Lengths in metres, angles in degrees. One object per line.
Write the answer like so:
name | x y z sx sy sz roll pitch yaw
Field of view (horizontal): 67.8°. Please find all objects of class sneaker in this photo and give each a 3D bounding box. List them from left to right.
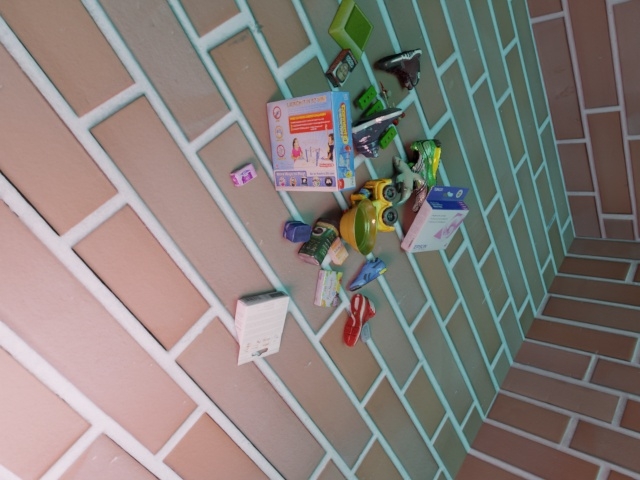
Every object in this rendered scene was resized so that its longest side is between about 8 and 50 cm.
sneaker | 0.179 0.344 2.003 0.128 0.087 0.221 22 80 -42
sneaker | 0.189 0.142 2.013 0.209 0.069 0.082 -30 82 -29
sneaker | 0.237 -0.426 1.911 0.227 0.086 0.163 -21 117 7
sneaker | 0.357 -0.719 2.040 0.281 0.107 0.162 -31 119 -38
sneaker | 0.452 -0.294 2.190 0.147 0.134 0.343 2 103 -8

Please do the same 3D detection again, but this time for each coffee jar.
coffee jar | 0.000 0.000 1.780 0.184 0.096 0.079 -59 137 -21

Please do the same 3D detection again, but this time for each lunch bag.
lunch bag | -0.090 -0.033 1.712 0.099 0.065 0.067 -3 112 -45

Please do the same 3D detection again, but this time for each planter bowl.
planter bowl | 0.133 -0.051 1.799 0.217 0.091 0.216 -6 96 -61

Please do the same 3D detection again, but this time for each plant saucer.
plant saucer | 0.134 -0.822 1.849 0.188 0.045 0.188 35 71 -41

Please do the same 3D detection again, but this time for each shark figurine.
shark figurine | 0.353 -0.218 2.100 0.166 0.116 0.278 23 65 -11

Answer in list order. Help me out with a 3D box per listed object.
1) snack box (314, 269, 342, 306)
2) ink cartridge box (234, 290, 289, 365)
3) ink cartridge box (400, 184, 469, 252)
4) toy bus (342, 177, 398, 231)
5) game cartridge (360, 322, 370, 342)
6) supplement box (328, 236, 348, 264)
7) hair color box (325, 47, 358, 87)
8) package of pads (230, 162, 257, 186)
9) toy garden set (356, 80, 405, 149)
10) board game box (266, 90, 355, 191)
snack box | 0.032 0.189 1.873 0.100 0.037 0.141 11 87 -43
ink cartridge box | -0.212 0.300 1.656 0.189 0.066 0.232 -8 121 -44
ink cartridge box | 0.561 -0.096 2.234 0.324 0.071 0.329 -4 128 -43
toy bus | 0.188 -0.138 1.932 0.212 0.149 0.220 -6 97 -28
game cartridge | 0.191 0.398 2.068 0.056 0.017 0.083 -27 113 -43
supplement box | 0.065 0.041 1.889 0.062 0.036 0.098 -50 125 -29
hair color box | 0.082 -0.659 1.820 0.072 0.043 0.141 48 63 -38
package of pads | -0.250 -0.215 1.557 0.083 0.032 0.050 -40 119 -34
toy garden set | 0.252 -0.541 1.999 0.203 0.049 0.244 -52 126 -25
board game box | -0.035 -0.315 1.562 0.086 0.308 0.301 -16 106 -43
